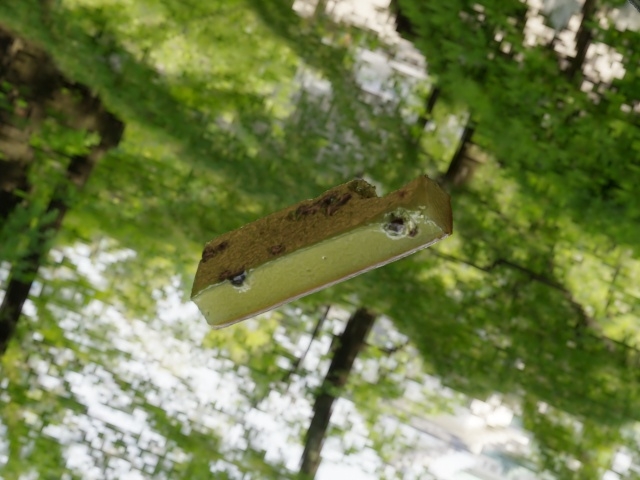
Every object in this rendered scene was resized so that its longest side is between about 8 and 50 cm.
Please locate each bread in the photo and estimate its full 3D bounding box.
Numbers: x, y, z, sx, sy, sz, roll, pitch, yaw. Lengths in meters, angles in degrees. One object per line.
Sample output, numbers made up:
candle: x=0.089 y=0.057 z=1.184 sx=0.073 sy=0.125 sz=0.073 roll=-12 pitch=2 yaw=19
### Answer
bread: x=0.000 y=0.000 z=1.015 sx=0.049 sy=0.226 sz=0.088 roll=54 pitch=-153 yaw=-27

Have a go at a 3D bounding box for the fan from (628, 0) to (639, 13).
fan: x=0.206 y=-0.174 z=0.681 sx=0.220 sy=0.132 sz=0.009 roll=61 pitch=169 yaw=9
